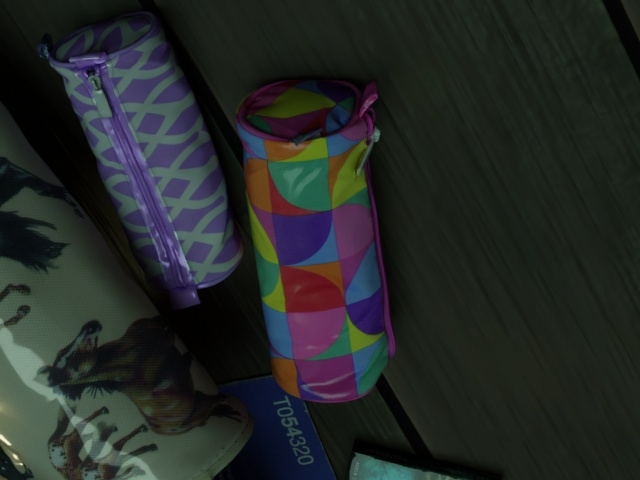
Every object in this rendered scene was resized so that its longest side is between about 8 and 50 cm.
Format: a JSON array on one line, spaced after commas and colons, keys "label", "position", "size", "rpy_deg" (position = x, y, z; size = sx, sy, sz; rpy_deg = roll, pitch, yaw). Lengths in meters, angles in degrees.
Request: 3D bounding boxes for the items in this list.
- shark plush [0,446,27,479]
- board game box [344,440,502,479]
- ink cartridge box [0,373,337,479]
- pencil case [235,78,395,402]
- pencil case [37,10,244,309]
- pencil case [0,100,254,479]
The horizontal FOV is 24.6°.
[{"label": "shark plush", "position": [-0.268, 0.142, 1.044], "size": [0.067, 0.073, 0.161], "rpy_deg": [11, 142, 56]}, {"label": "board game box", "position": [0.068, 0.265, 1.207], "size": [0.126, 0.026, 0.186], "rpy_deg": [13, 109, 3]}, {"label": "ink cartridge box", "position": [-0.130, 0.282, 1.256], "size": [0.330, 0.071, 0.324], "rpy_deg": [-12, 118, 19]}, {"label": "pencil case", "position": [0.000, 0.000, 1.043], "size": [0.104, 0.104, 0.236], "rpy_deg": [1, 123, 10]}, {"label": "pencil case", "position": [-0.119, -0.061, 1.032], "size": [0.086, 0.088, 0.206], "rpy_deg": [-17, 118, 8]}, {"label": "pencil case", "position": [-0.230, 0.021, 1.023], "size": [0.410, 0.160, 0.183], "rpy_deg": [52, 154, -7]}]
